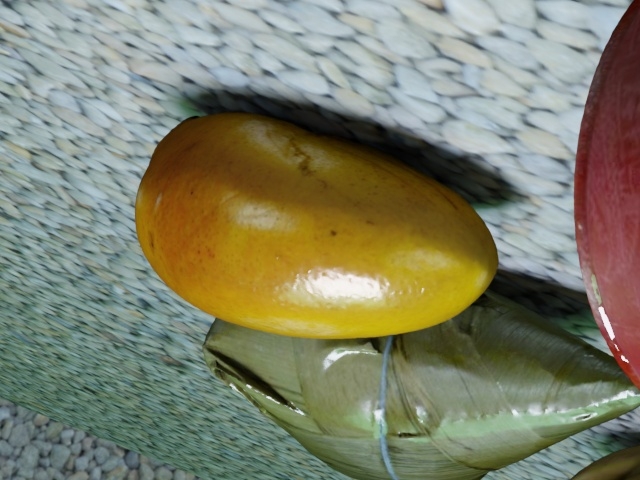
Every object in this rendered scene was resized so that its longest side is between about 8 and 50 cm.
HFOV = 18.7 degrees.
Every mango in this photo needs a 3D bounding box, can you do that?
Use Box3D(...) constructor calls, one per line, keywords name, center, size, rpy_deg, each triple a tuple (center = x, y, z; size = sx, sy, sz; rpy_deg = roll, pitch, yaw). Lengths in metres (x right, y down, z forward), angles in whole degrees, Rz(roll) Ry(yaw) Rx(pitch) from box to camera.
Box3D(name="mango", center=(0.000, 0.000, 1.268), size=(0.187, 0.138, 0.257), rpy_deg=(20, 176, -35))

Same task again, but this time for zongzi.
Box3D(name="zongzi", center=(0.137, 0.125, 1.483), size=(0.360, 0.160, 0.323), rpy_deg=(7, 164, 32))

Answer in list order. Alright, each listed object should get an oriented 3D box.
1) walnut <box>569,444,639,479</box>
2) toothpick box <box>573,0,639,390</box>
Box3D(name="walnut", center=(0.303, 0.313, 1.643), size=(0.285, 0.285, 0.296), rpy_deg=(15, -161, 30))
Box3D(name="toothpick box", center=(0.276, -0.012, 0.666), size=(0.204, 0.204, 0.333), rpy_deg=(35, 161, -36))
